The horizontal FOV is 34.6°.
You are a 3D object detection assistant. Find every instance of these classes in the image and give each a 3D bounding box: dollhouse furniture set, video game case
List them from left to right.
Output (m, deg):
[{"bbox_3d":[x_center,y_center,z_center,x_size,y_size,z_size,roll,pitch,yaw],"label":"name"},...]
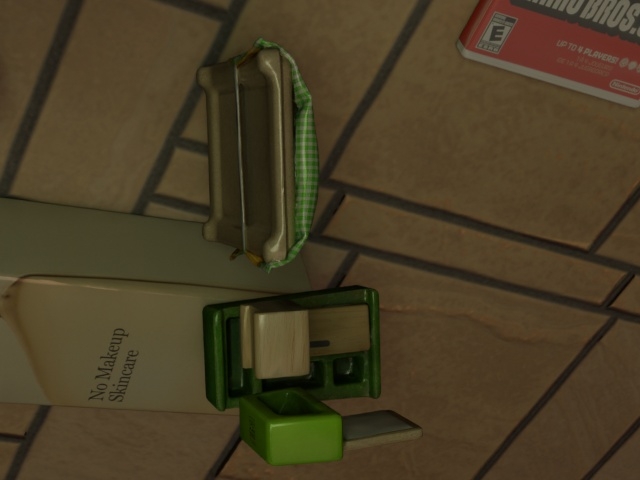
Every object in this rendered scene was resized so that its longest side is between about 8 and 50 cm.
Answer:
[{"bbox_3d":[0.000,0.000,0.814,0.151,0.197,0.302,-4,97,-20],"label":"dollhouse furniture set"},{"bbox_3d":[0.265,-0.253,0.863,0.204,0.025,0.285,11,126,-25],"label":"video game case"}]

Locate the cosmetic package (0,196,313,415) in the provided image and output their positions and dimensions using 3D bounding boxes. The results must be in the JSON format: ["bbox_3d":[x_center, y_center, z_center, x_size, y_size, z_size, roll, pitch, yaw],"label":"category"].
[{"bbox_3d":[-0.177,0.066,0.949,0.309,0.113,0.160,6,128,-23],"label":"cosmetic package"}]
